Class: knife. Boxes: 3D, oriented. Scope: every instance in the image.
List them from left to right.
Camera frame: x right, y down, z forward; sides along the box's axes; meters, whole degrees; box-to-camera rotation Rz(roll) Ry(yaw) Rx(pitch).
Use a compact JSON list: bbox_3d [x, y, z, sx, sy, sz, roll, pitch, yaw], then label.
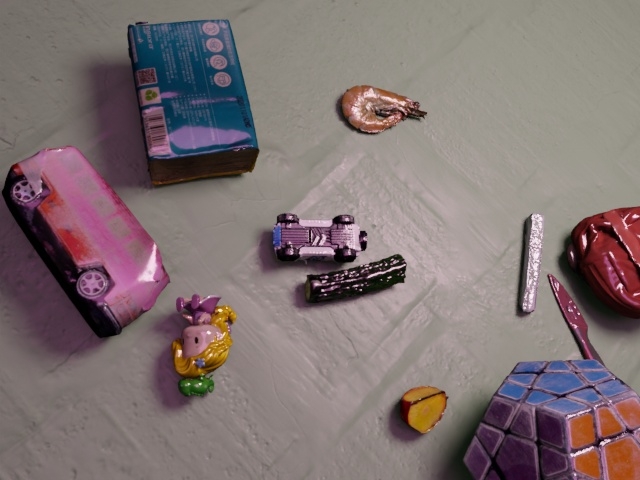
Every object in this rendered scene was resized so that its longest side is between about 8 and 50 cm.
[{"bbox_3d":[0.500,0.174,1.082,0.036,0.018,0.247,-18,75,-14],"label":"knife"}]

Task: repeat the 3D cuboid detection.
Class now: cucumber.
[{"bbox_3d":[0.062,0.070,1.002,0.187,0.058,0.058,-13,75,-15],"label":"cucumber"}]

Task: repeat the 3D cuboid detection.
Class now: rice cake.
[{"bbox_3d":[0.410,0.042,1.099,0.033,0.033,0.207,12,70,3],"label":"rice cake"}]

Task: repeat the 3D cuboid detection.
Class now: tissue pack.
[{"bbox_3d":[-0.228,-0.245,1.004,0.192,0.134,0.270,-8,74,-16],"label":"tissue pack"}]

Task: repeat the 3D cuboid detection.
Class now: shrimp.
[{"bbox_3d":[0.129,-0.262,1.137,0.180,0.041,0.099,6,72,-11],"label":"shrimp"}]

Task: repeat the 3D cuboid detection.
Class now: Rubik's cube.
[{"bbox_3d":[0.381,0.337,0.866,0.319,0.319,0.263,-14,100,-16],"label":"Rubik's cube"}]

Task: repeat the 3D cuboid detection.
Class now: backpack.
[{"bbox_3d":[0.600,0.043,1.081,0.229,0.139,0.229,5,66,-10],"label":"backpack"}]

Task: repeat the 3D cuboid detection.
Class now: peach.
[{"bbox_3d":[0.170,0.278,0.956,0.077,0.050,0.083,41,76,-21],"label":"peach"}]

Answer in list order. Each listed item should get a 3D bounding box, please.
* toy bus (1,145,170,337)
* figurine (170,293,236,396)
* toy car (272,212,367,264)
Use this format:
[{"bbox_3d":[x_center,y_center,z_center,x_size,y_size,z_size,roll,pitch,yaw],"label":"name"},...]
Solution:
[{"bbox_3d":[-0.367,-0.003,0.895,0.147,0.127,0.302,-36,82,-24],"label":"toy bus"},{"bbox_3d":[-0.178,0.168,0.909,0.115,0.095,0.156,13,68,-50],"label":"figurine"},{"bbox_3d":[0.000,0.000,1.004,0.171,0.070,0.080,1,71,-10],"label":"toy car"}]
